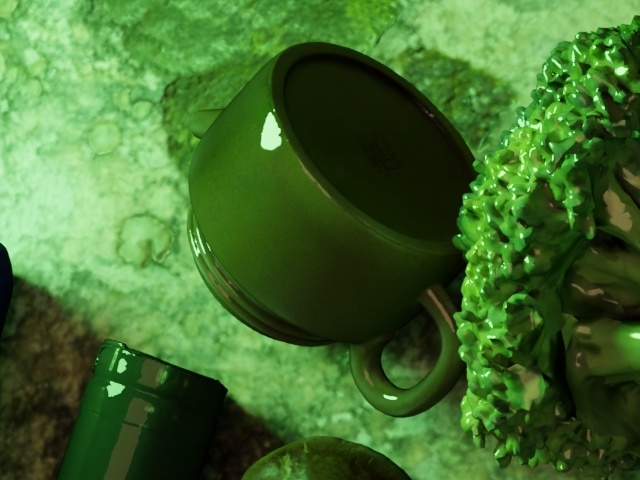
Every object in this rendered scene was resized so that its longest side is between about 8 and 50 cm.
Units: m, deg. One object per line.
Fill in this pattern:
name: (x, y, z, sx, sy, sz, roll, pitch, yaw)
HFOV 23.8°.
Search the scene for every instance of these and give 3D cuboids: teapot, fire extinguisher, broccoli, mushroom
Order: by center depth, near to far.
broccoli: (0.203, 0.063, 0.859, 0.249, 0.302, 0.375, -20, 99, 30)
teapot: (0.000, 0.000, 1.001, 0.175, 0.185, 0.267, -47, 66, 36)
mushroom: (-0.013, 0.198, 1.001, 0.171, 0.080, 0.135, -12, 63, 11)
fire extinguisher: (-0.150, 0.229, 1.021, 0.114, 0.095, 0.311, 12, 80, 47)

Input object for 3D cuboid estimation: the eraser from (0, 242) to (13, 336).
eraser: (-0.303, 0.129, 1.024, 0.102, 0.155, 0.332, 4, 62, 10)
